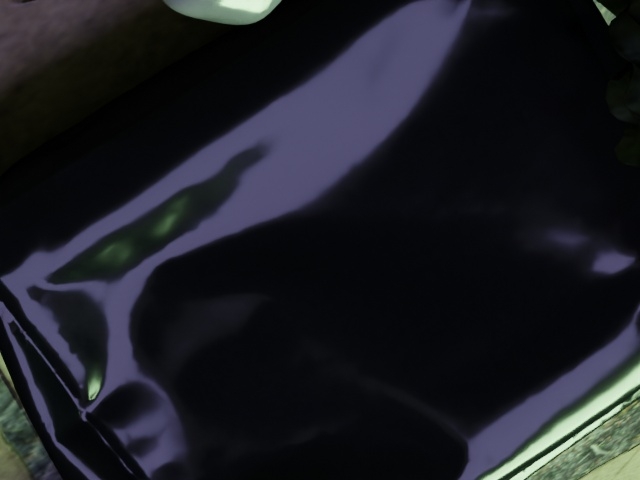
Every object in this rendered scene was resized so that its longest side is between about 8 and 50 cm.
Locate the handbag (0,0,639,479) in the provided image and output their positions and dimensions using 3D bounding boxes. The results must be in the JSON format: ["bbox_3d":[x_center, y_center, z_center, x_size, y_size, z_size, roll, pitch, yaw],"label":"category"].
[{"bbox_3d":[0.000,0.000,0.760,0.302,0.275,0.178,-34,-162,-2],"label":"handbag"}]

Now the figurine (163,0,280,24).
[{"bbox_3d":[0.005,-0.159,0.500,0.145,0.145,0.222,0,142,-48],"label":"figurine"}]

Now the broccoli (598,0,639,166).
[{"bbox_3d":[0.261,-0.111,0.634,0.280,0.293,0.347,-11,164,43],"label":"broccoli"}]
